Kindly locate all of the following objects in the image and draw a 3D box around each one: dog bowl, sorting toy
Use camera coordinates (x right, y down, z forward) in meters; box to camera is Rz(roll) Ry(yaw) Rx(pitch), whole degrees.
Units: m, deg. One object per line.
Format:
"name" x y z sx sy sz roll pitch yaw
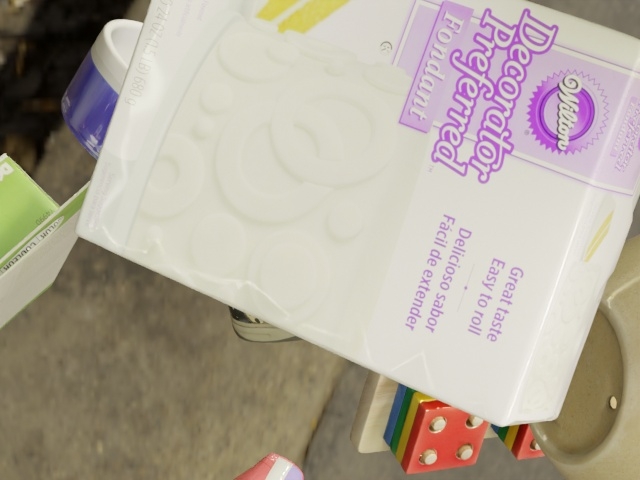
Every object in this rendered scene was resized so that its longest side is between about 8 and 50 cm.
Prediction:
"dog bowl" -0.156 -0.131 2.017 0.265 0.104 0.265 31 19 -12
"sorting toy" 0.189 0.133 1.937 0.257 0.255 0.089 -3 35 -28

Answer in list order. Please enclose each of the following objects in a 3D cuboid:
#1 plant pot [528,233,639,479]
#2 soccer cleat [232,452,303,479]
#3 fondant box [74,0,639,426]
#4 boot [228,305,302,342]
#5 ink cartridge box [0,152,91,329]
"plant pot" 0.266 0.108 1.355 0.191 0.284 0.284 5 56 -28
"soccer cleat" -0.064 0.278 1.520 0.109 0.318 0.116 29 66 8
"fondant box" 0.030 -0.056 1.119 0.330 0.096 0.238 23 98 26
"boot" -0.001 0.001 1.660 0.236 0.178 0.085 -9 32 22
"ink cartridge box" -0.284 0.012 1.433 0.097 0.255 0.189 44 59 2
